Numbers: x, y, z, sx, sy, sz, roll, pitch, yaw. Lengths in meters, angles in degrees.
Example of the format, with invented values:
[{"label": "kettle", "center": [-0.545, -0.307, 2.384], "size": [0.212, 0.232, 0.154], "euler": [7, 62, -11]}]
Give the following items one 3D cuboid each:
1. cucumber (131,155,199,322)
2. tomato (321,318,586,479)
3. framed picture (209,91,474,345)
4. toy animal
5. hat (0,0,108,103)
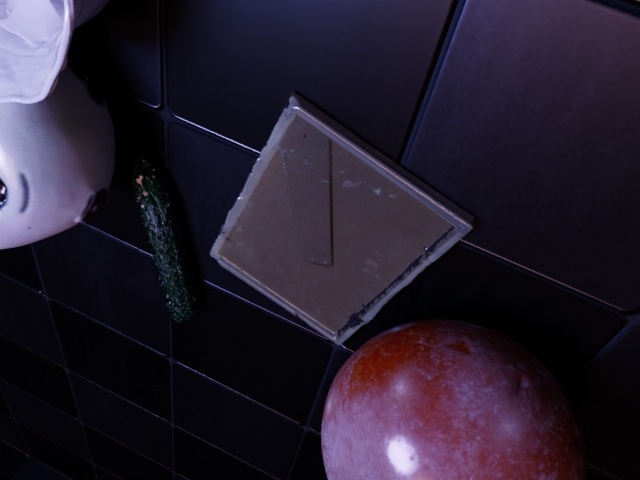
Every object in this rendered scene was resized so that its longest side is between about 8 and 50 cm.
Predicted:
[{"label": "cucumber", "center": [-0.189, 0.007, 0.736], "size": [0.044, 0.043, 0.257], "euler": [11, 134, 15]}, {"label": "tomato", "center": [0.128, 0.216, 0.609], "size": [0.270, 0.227, 0.270], "euler": [14, 136, 14]}, {"label": "framed picture", "center": [0.000, 0.000, 0.634], "size": [0.209, 0.019, 0.281], "euler": [36, 138, -4]}, {"label": "toy animal", "center": [-0.351, -0.096, 0.611], "size": [0.266, 0.213, 0.213], "euler": [0, 129, 36]}, {"label": "hat", "center": [-0.247, -0.222, 0.482], "size": [0.203, 0.126, 0.203], "euler": [13, 130, 16]}]
